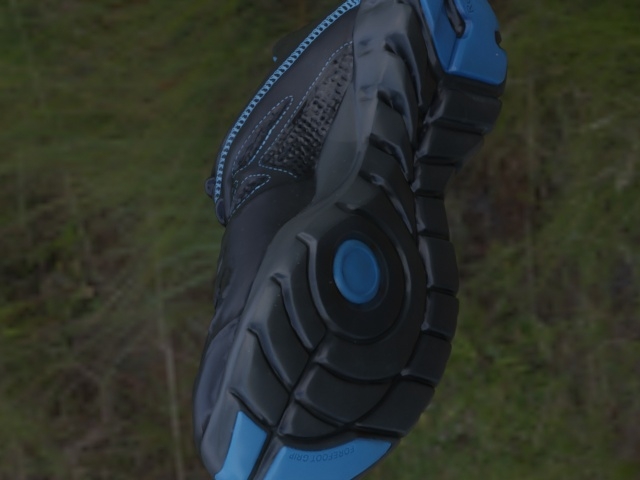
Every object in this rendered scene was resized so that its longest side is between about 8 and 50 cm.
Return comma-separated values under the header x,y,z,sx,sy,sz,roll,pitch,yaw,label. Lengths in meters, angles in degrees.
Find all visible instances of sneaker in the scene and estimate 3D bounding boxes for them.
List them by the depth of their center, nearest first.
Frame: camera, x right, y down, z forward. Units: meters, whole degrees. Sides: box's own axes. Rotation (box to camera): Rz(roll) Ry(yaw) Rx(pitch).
x,y,z,sx,sy,sz,roll,pitch,yaw,label
0.000,0.000,1.010,0.139,0.125,0.341,-14,42,41,sneaker
